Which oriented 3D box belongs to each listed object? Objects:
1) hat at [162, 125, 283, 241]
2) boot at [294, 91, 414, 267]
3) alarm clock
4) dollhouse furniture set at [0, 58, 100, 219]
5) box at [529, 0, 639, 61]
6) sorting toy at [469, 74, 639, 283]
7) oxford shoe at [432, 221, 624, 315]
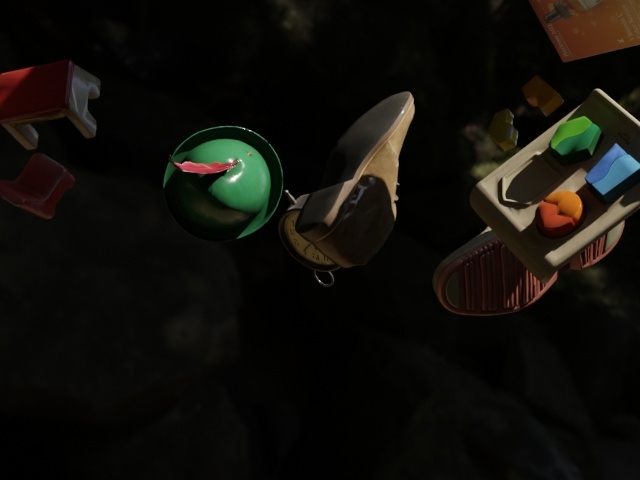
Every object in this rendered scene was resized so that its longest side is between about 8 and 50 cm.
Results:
[{"bbox_3d":[-0.125,-0.065,2.008,0.208,0.173,0.183,-10,14,-18],"label":"hat"},{"bbox_3d":[0.074,-0.091,2.128,0.115,0.112,0.305,44,59,-24],"label":"boot"},{"bbox_3d":[0.000,0.000,2.364,0.129,0.192,0.064,17,42,25],"label":"alarm clock"},{"bbox_3d":[-0.456,-0.096,1.652,0.152,0.374,0.201,39,47,-58],"label":"dollhouse furniture set"},{"bbox_3d":[0.396,-0.340,1.990,0.130,0.170,0.091,55,50,-23],"label":"box"},{"bbox_3d":[0.298,-0.102,1.849,0.041,0.229,0.307,46,5,-39],"label":"sorting toy"},{"bbox_3d":[0.320,0.014,2.351,0.397,0.140,0.146,-19,31,-33],"label":"oxford shoe"}]
